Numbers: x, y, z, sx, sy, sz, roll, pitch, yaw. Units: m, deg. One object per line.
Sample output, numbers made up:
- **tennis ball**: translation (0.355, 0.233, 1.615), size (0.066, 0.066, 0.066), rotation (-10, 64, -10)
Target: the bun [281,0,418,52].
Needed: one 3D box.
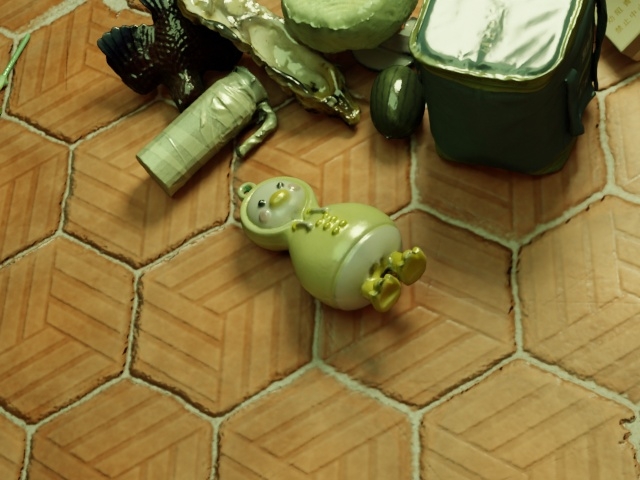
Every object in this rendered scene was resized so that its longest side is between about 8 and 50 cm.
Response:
- **bun**: translation (0.045, -0.338, 1.572), size (0.195, 0.118, 0.195), rotation (-9, 65, 19)

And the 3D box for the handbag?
- **handbag**: translation (0.240, -0.241, 1.432), size (0.222, 0.241, 0.263), rotation (15, 70, 18)

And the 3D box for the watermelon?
- **watermelon**: translation (0.104, -0.186, 1.538), size (0.078, 0.078, 0.111), rotation (-2, 65, 14)

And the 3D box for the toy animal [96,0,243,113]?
- **toy animal**: translation (-0.208, -0.275, 1.647), size (0.218, 0.116, 0.179), rotation (-14, 61, -10)

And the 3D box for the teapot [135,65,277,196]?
- **teapot**: translation (-0.151, -0.146, 1.590), size (0.107, 0.077, 0.200), rotation (45, 80, 5)

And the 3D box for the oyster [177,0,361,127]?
- **oyster**: translation (-0.078, -0.270, 1.601), size (0.345, 0.078, 0.128), rotation (42, 38, 7)

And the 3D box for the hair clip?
- **hair clip**: translation (0.104, -0.286, 1.611), size (0.172, 0.049, 0.116), rotation (25, 67, 28)

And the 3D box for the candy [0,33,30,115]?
- **candy**: translation (-0.496, -0.251, 1.761), size (0.058, 0.062, 0.194), rotation (-29, 32, 53)

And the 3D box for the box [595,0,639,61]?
- **box**: translation (0.405, -0.358, 1.526), size (0.141, 0.058, 0.201), rotation (-49, 56, 23)

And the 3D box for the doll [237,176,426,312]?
- **doll**: translation (-0.003, -0.007, 1.448), size (0.296, 0.117, 0.141), rotation (32, 72, 27)
